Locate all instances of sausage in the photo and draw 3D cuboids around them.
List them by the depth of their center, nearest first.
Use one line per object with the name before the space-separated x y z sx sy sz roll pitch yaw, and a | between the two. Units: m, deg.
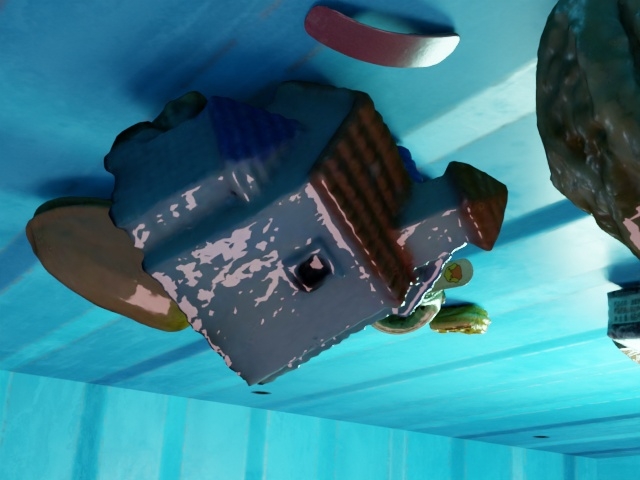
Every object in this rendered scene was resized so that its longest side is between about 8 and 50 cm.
sausage | 0.569 0.184 1.793 0.065 0.065 0.169 -8 158 30

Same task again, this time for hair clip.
hair clip | 0.053 -0.174 0.870 0.137 0.022 0.054 9 158 -16

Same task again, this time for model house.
model house | 0.005 -0.051 1.011 0.329 0.252 0.295 -25 130 12

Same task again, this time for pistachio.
pistachio | -0.250 0.016 1.307 0.260 0.163 0.213 24 135 -17

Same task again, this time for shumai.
shumai | 0.285 -0.091 0.714 0.225 0.261 0.222 -26 -176 -3

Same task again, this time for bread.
bread | 0.242 0.140 1.747 0.110 0.044 0.083 -8 162 36

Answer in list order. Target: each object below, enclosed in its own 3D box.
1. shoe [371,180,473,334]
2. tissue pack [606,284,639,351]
shoe | 0.108 0.023 1.269 0.140 0.128 0.262 -16 151 -11
tissue pack | 0.626 0.119 1.521 0.315 0.103 0.228 -13 157 42
